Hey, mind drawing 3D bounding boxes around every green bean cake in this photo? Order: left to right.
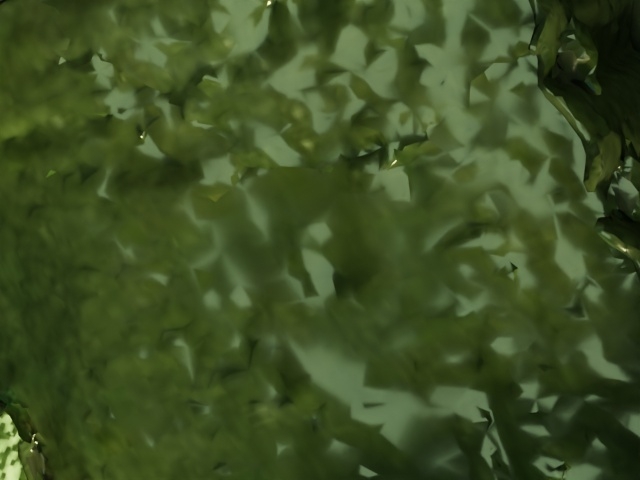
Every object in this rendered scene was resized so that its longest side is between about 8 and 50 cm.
[{"bbox_3d":[0.000,0.000,0.579,0.255,0.132,0.241,-23,95,28],"label":"green bean cake"}]
